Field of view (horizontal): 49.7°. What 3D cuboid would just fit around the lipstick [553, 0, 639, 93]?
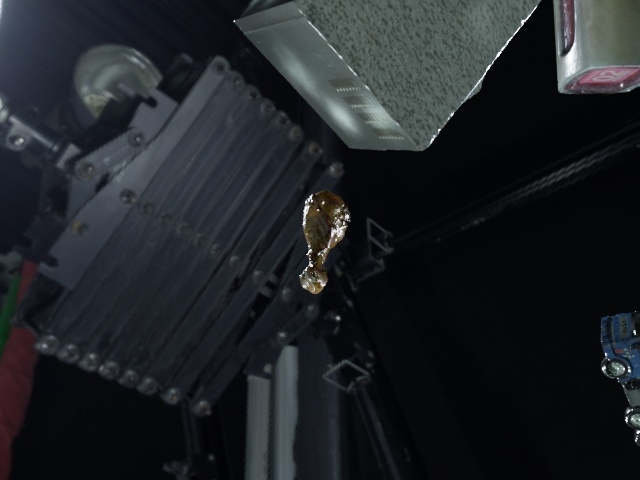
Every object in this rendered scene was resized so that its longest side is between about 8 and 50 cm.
[{"bbox_3d":[0.254,-0.266,0.623,0.079,0.077,0.253,128,-39,-85],"label":"lipstick"}]

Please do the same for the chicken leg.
[{"bbox_3d":[-0.001,0.002,1.477,0.087,0.107,0.252,-39,-149,47],"label":"chicken leg"}]

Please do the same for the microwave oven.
[{"bbox_3d":[0.141,-0.400,1.122,0.432,0.374,0.236,-52,-151,-10],"label":"microwave oven"}]

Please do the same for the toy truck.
[{"bbox_3d":[0.398,0.178,0.813,0.088,0.202,0.074,-20,-161,32],"label":"toy truck"}]
